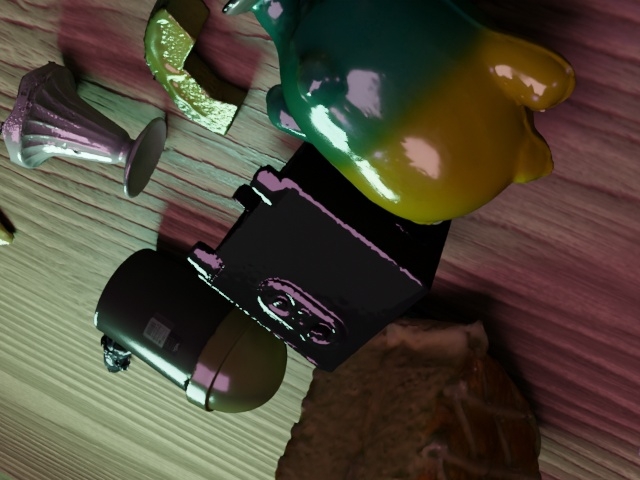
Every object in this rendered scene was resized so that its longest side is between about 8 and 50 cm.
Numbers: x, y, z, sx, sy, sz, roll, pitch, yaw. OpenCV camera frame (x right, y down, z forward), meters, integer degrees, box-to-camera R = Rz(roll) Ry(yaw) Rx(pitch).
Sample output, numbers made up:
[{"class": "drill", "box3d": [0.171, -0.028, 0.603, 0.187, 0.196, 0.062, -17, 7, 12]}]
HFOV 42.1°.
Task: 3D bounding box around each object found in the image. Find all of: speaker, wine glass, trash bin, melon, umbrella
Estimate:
[{"class": "speaker", "box3d": [0.000, 0.000, 1.100, 0.254, 0.184, 0.232, 39, 128, -9]}, {"class": "wine glass", "box3d": [-0.342, -0.156, 1.223, 0.197, 0.165, 0.165, 22, 142, 6]}, {"class": "trash bin", "box3d": [-0.207, 0.167, 1.447, 0.334, 0.214, 0.214, 27, 143, 15]}, {"class": "melon", "box3d": [-0.168, -0.229, 1.096, 0.118, 0.064, 0.209, -13, 127, 37]}, {"class": "umbrella", "box3d": [-0.445, 0.239, 1.813, 0.071, 0.080, 0.224, 0, 155, -19]}]

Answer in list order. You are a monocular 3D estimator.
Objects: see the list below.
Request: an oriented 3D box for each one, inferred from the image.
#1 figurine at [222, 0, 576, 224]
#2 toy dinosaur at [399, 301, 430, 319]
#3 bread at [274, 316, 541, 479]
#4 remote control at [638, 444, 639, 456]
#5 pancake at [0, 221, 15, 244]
[{"class": "figurine", "box3d": [0.076, -0.165, 0.860, 0.340, 0.231, 0.324, 49, 135, -13]}, {"class": "toy dinosaur", "box3d": [0.121, 0.107, 1.285, 0.080, 0.045, 0.197, 37, 134, 0]}, {"class": "bread", "box3d": [0.148, 0.348, 1.243, 0.279, 0.371, 0.390, -3, 139, 36]}, {"class": "remote control", "box3d": [0.590, 0.385, 1.260, 0.103, 0.055, 0.277, -13, 126, 43]}, {"class": "pancake", "box3d": [-0.771, -0.064, 1.703, 0.244, 0.057, 0.266, -14, 125, 44]}]
